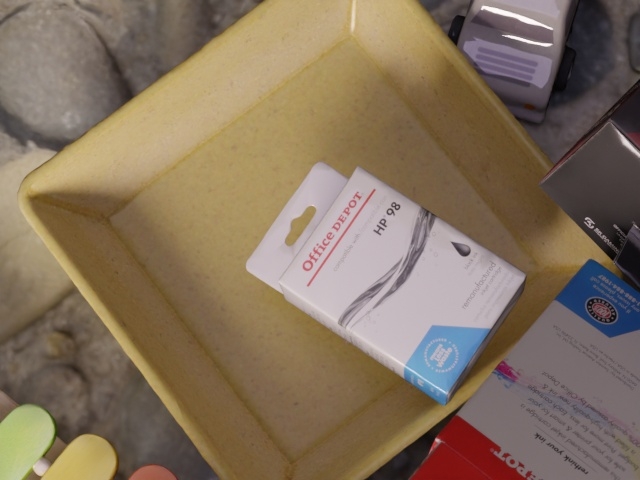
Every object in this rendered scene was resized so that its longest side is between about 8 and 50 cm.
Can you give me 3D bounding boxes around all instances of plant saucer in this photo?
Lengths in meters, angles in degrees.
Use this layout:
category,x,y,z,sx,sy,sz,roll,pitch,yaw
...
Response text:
category,x,y,z,sx,sy,sz,roll,pitch,yaw
plant saucer,0.000,0.000,1.452,0.333,0.081,0.333,-37,78,-5

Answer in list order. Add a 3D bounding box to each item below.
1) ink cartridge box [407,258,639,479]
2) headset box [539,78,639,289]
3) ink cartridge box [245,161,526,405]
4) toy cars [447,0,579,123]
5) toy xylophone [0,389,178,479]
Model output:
category,x,y,z,sx,sy,sz,roll,pitch,yaw
ink cartridge box,0.156,0.139,1.247,0.134,0.078,0.231,37,59,12
headset box,0.312,-0.048,1.356,0.218,0.110,0.293,45,58,1
ink cartridge box,0.043,0.023,1.373,0.180,0.060,0.104,33,82,10
toy cars,0.246,-0.248,1.487,0.393,0.087,0.176,-32,77,-4
toy xylophone,-0.213,0.239,1.412,0.322,0.081,0.236,30,81,9
